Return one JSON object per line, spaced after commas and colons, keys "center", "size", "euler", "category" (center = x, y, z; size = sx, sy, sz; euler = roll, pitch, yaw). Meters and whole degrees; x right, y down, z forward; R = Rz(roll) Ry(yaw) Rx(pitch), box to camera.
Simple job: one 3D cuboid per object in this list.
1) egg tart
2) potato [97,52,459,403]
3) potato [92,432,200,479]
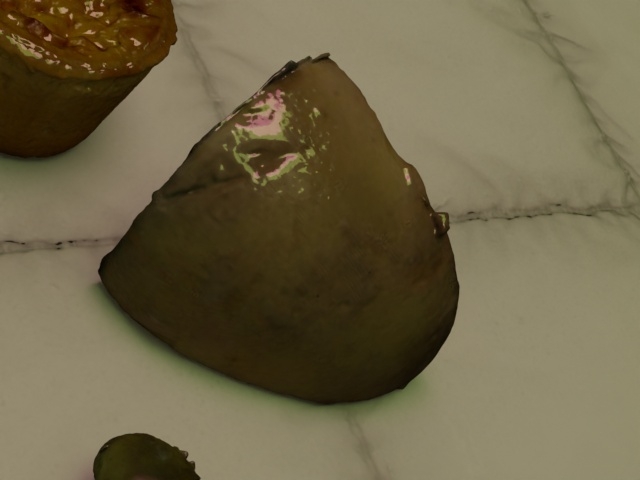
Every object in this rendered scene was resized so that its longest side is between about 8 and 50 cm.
{"center": [-0.239, -0.171, 1.320], "size": [0.203, 0.147, 0.202], "euler": [18, 48, -21], "category": "egg tart"}
{"center": [-0.006, 0.022, 1.277], "size": [0.264, 0.211, 0.189], "euler": [44, 41, 0], "category": "potato"}
{"center": [-0.099, 0.235, 1.112], "size": [0.117, 0.090, 0.225], "euler": [3, 49, -51], "category": "potato"}
